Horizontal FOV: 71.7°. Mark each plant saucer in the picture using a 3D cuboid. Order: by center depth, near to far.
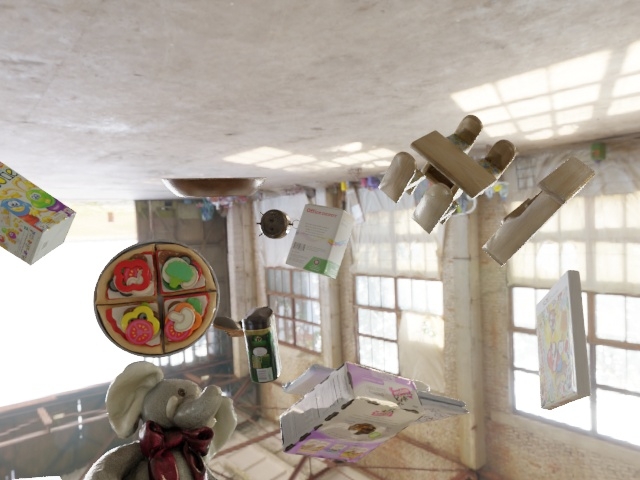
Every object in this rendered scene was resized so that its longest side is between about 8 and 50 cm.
[{"bbox_3d":[-0.203,-0.105,0.862,0.199,0.036,0.198,-1,-171,0],"label":"plant saucer"}]

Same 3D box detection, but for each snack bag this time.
[{"bbox_3d":[0.098,0.356,0.995,0.343,0.037,0.323,17,152,-8],"label":"snack bag"}]

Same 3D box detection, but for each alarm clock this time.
[{"bbox_3d":[-0.177,-0.070,1.903,0.192,0.129,0.064,0,178,11],"label":"alarm clock"}]

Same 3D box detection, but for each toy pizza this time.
[{"bbox_3d":[-0.271,0.097,0.743,0.202,0.201,0.032,-3,177,-21],"label":"toy pizza"}]

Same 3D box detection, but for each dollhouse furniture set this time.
[{"bbox_3d":[0.262,-0.108,0.708,0.212,0.242,0.161,-31,157,-34],"label":"dollhouse furniture set"}]

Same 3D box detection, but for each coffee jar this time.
[{"bbox_3d":[-0.152,0.268,1.155,0.079,0.184,0.096,-5,-170,6],"label":"coffee jar"}]

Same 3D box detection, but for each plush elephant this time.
[{"bbox_3d":[-0.239,0.344,0.736,0.272,0.255,0.330,28,148,-33],"label":"plush elephant"}]

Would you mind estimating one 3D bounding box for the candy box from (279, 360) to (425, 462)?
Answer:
[{"bbox_3d":[0.052,0.307,0.776,0.165,0.070,0.196,25,122,-30],"label":"candy box"}]

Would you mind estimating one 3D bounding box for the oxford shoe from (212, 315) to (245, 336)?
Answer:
[{"bbox_3d":[-0.376,0.373,1.862,0.212,0.076,0.076,26,-161,-45],"label":"oxford shoe"}]

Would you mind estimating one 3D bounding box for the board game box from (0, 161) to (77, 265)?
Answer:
[{"bbox_3d":[-0.864,-0.084,1.236,0.275,0.144,0.142,36,-151,-8],"label":"board game box"}]

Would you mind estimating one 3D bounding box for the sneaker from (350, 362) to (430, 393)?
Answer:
[{"bbox_3d":[0.144,0.397,1.227,0.305,0.114,0.152,-6,-139,8],"label":"sneaker"}]

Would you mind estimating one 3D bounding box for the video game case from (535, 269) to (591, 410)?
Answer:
[{"bbox_3d":[0.462,0.199,0.860,0.026,0.226,0.206,5,154,11],"label":"video game case"}]

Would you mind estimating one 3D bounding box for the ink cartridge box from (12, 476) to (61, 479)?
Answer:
[{"bbox_3d":[-0.801,0.745,1.236,0.128,0.127,0.176,14,157,-31],"label":"ink cartridge box"}]

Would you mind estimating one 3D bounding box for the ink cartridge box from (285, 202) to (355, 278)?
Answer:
[{"bbox_3d":[0.000,0.000,1.420,0.154,0.212,0.093,13,173,34],"label":"ink cartridge box"}]
